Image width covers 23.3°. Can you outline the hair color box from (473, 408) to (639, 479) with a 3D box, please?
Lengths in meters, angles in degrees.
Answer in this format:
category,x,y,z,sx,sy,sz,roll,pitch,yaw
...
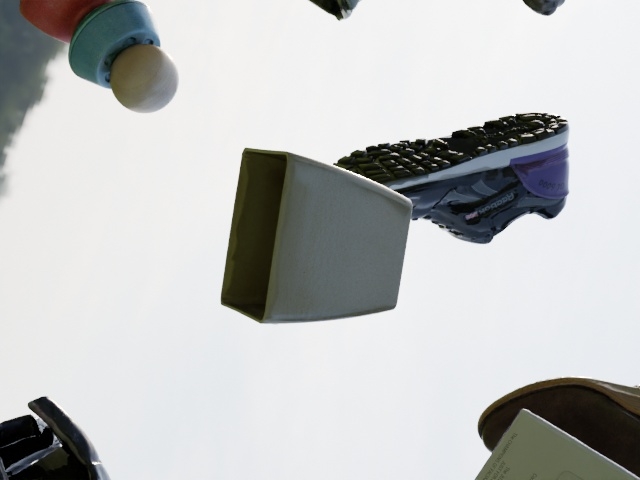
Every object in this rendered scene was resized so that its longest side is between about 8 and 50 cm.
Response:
category,x,y,z,sx,sy,sz,roll,pitch,yaw
hair color box,0.237,0.285,1.076,0.338,0.110,0.185,31,-98,32

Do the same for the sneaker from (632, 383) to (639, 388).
category,x,y,z,sx,sy,sz,roll,pitch,yaw
sneaker,0.388,0.254,1.835,0.343,0.134,0.146,76,-10,-69

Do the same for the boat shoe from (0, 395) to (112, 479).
category,x,y,z,sx,sy,sz,roll,pitch,yaw
boat shoe,-0.173,0.279,1.190,0.340,0.127,0.158,53,-19,21

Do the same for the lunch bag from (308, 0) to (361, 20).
category,x,y,z,sx,sy,sz,roll,pitch,yaw
lunch bag,0.003,-0.310,0.949,0.235,0.287,0.169,-47,-174,-14

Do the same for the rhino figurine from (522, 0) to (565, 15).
category,x,y,z,sx,sy,sz,roll,pitch,yaw
rhino figurine,0.230,-0.189,0.854,0.073,0.243,0.106,71,-19,1

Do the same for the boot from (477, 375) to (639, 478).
category,x,y,z,sx,sy,sz,roll,pitch,yaw
boot,0.254,0.224,1.404,0.207,0.248,0.090,-75,153,-45

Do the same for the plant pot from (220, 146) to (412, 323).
category,x,y,z,sx,sy,sz,roll,pitch,yaw
plant pot,0.000,0.000,1.024,0.109,0.096,0.109,-166,-97,-71

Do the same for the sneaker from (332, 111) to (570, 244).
category,x,y,z,sx,sy,sz,roll,pitch,yaw
sneaker,0.137,-0.042,1.633,0.107,0.283,0.124,-129,-151,-64

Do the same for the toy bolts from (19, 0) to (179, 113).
category,x,y,z,sx,sy,sz,roll,pitch,yaw
toy bolts,-0.159,-0.221,1.304,0.158,0.218,0.228,48,-59,26
